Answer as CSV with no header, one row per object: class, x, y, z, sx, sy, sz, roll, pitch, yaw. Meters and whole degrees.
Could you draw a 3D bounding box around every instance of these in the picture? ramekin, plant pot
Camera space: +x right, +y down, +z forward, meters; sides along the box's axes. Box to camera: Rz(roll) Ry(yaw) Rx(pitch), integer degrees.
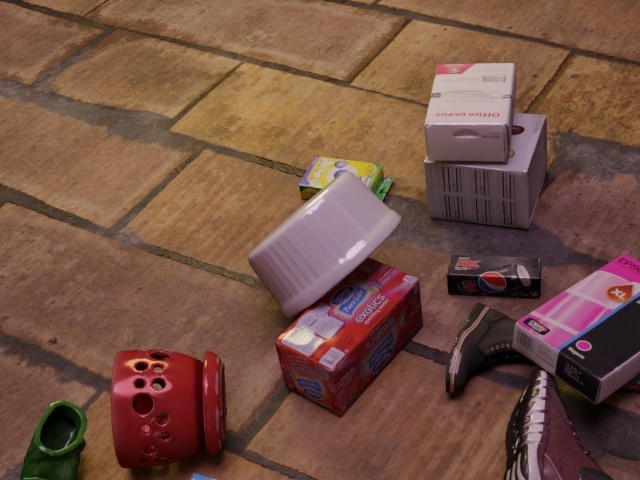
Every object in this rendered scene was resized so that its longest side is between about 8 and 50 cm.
ramekin,0.000,0.000,1.842,0.135,0.277,0.277,50,58,-4
plant pot,-0.242,0.272,1.668,0.174,0.191,0.191,-1,41,-2

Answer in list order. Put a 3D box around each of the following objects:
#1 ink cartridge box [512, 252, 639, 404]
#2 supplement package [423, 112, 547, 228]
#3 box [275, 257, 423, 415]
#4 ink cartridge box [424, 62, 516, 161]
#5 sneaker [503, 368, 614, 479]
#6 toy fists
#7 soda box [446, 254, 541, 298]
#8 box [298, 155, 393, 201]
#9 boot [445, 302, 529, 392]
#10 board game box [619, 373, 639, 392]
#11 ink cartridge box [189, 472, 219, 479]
ink cartridge box,0.508,0.123,1.704,0.371,0.069,0.176,-25,43,-31
supplement package,0.334,-0.148,2.051,0.203,0.149,0.194,7,44,20
box,0.055,0.160,1.777,0.128,0.122,0.257,23,51,31
ink cartridge box,0.294,-0.250,1.990,0.159,0.092,0.218,2,40,14
sneaker,0.373,0.325,1.570,0.163,0.106,0.281,25,36,1
toy fists,-0.434,0.392,1.602,0.096,0.142,0.279,21,42,-12
soda box,0.319,0.066,1.885,0.169,0.053,0.060,1,42,13
box,0.056,-0.122,2.159,0.179,0.043,0.105,10,45,19
boot,0.300,0.191,1.737,0.137,0.077,0.198,16,48,20
board game box,0.584,0.152,1.755,0.145,0.027,0.281,8,44,20
ink cartridge box,-0.132,0.431,1.553,0.181,0.061,0.104,10,45,21
